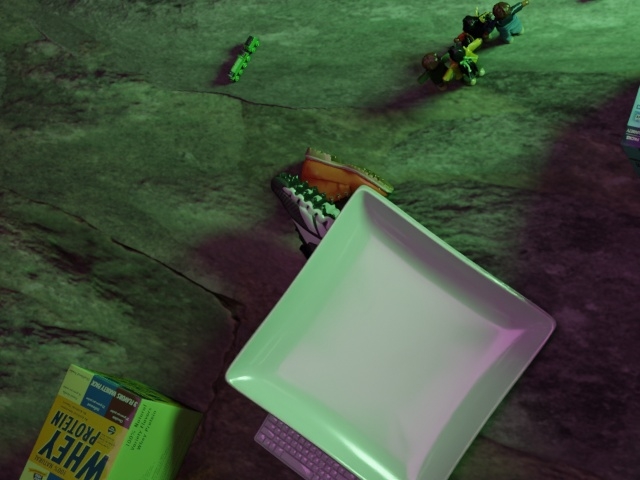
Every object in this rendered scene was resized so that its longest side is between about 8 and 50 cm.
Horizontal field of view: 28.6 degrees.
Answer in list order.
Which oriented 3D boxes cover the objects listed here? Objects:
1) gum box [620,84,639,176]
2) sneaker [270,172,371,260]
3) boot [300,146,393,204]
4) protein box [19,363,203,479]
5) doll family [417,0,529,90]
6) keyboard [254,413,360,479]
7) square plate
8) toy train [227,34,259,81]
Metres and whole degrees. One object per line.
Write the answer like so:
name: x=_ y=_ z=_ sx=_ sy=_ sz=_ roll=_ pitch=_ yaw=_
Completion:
gum box: x=0.469 y=-0.190 z=1.721 sx=0.041 sy=0.157 sz=0.184 roll=15 pitch=83 yaw=25
sneaker: x=0.000 y=0.000 z=1.882 sx=0.234 sy=0.078 sz=0.106 roll=41 pitch=108 yaw=7
boot: x=0.036 y=-0.080 z=1.922 sx=0.158 sy=0.059 sz=0.084 roll=21 pitch=92 yaw=29
protein box: x=-0.310 y=0.312 z=1.873 sx=0.136 sy=0.201 sz=0.199 roll=22 pitch=85 yaw=24
doll family: x=0.229 y=-0.293 z=1.866 sx=0.076 sy=0.111 sz=0.193 roll=40 pitch=93 yaw=25
keyboard: x=0.014 y=0.334 z=1.845 sx=0.256 sy=0.014 sz=0.072 roll=33 pitch=90 yaw=25
square plate: x=0.098 y=0.157 z=1.791 sx=0.344 sy=0.049 sz=0.347 roll=36 pitch=89 yaw=6
toy train: x=-0.127 y=-0.298 z=2.054 sx=0.017 sy=0.024 sz=0.083 roll=29 pitch=88 yaw=25
